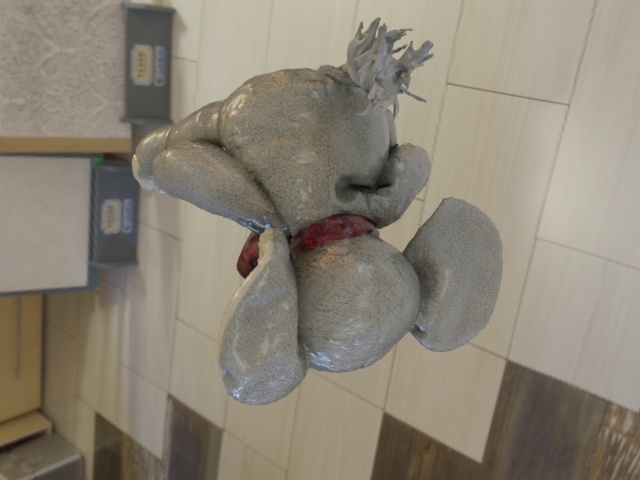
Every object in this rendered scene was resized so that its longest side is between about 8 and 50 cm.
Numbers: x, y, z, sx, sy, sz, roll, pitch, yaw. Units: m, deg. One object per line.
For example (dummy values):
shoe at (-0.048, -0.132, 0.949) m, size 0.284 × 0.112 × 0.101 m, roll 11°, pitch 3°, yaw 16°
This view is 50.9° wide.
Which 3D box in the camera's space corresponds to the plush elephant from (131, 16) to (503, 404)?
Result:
plush elephant at (0.000, 0.000, 0.579) m, size 0.330 × 0.271 × 0.256 m, roll 161°, pitch 107°, yaw -65°
